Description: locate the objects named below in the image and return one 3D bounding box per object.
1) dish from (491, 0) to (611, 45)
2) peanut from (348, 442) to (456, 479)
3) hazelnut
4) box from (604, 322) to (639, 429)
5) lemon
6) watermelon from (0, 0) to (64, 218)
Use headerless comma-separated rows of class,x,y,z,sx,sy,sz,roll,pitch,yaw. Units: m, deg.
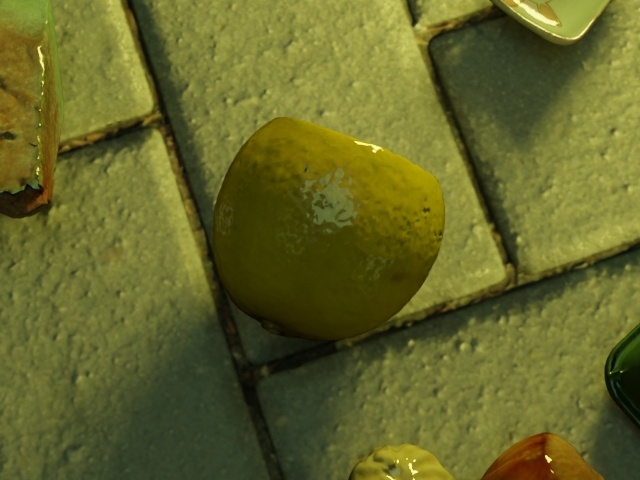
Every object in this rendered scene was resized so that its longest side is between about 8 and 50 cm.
dish,0.297,-0.340,1.127,0.151,0.077,0.212,37,79,5
peanut,0.092,0.360,0.924,0.147,0.147,0.305,-1,78,-1
hazelnut,0.235,0.286,0.959,0.150,0.150,0.150,0,77,-1
box,0.504,0.122,0.971,0.328,0.178,0.253,-41,82,-9
lemon,0.000,0.000,0.965,0.240,0.240,0.219,23,89,4
watermelon,-0.422,-0.135,1.021,0.264,0.151,0.302,-6,65,-8
